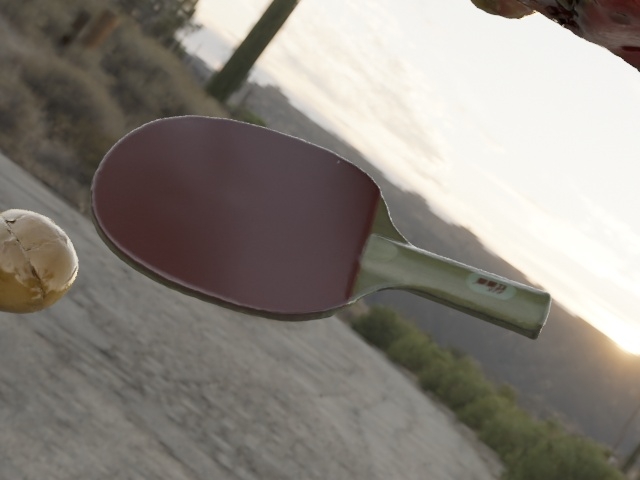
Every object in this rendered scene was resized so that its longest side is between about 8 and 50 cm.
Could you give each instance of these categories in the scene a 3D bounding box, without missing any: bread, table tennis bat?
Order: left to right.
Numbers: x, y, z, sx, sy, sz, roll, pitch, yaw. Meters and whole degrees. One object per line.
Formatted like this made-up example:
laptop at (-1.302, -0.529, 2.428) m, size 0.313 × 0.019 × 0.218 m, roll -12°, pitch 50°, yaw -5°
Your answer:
bread at (-0.323, 0.014, 1.194) m, size 0.189 × 0.114 × 0.077 m, roll 37°, pitch -27°, yaw 50°
table tennis bat at (0.000, 0.000, 0.596) m, size 0.247 × 0.138 × 0.022 m, roll 20°, pitch -47°, yaw 4°

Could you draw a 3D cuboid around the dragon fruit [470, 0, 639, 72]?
dragon fruit at (0.200, -0.223, 0.690) m, size 0.291 × 0.250 × 0.269 m, roll -4°, pitch -70°, yaw 45°
